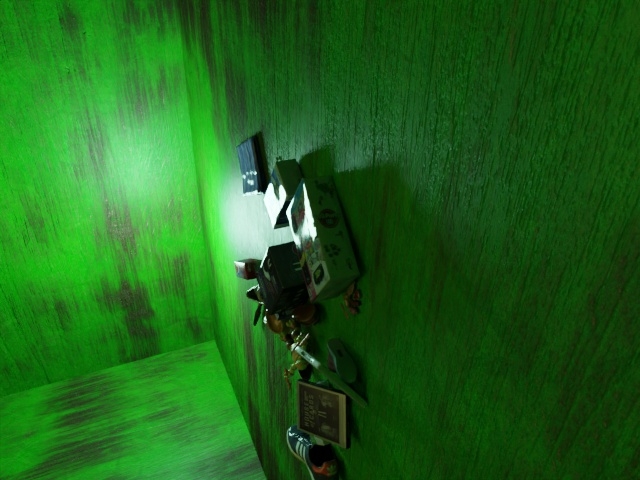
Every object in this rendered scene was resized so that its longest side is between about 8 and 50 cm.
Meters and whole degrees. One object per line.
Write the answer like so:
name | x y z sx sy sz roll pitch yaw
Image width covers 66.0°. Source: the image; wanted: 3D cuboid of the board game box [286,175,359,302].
board game box | 0.000 0.000 1.431 0.224 0.097 0.304 123 135 -61

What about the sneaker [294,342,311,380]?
sneaker | -0.073 0.488 1.968 0.075 0.057 0.161 82 165 -61

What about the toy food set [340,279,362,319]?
toy food set | 0.095 0.171 1.410 0.078 0.019 0.122 64 147 31

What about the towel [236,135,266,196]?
towel | -0.313 -0.314 2.152 0.336 0.040 0.243 -174 74 -68

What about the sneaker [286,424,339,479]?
sneaker | -0.025 0.801 1.921 0.350 0.131 0.148 31 122 55

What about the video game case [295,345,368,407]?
video game case | 0.030 0.420 1.525 0.212 0.023 0.193 44 168 -20

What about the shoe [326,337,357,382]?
shoe | 0.065 0.395 1.546 0.178 0.063 0.081 -122 27 -52

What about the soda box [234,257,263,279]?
soda box | -0.352 0.138 2.417 0.263 0.092 0.084 178 82 -69

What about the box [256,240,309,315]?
box | -0.121 0.135 1.760 0.270 0.143 0.165 119 133 -58

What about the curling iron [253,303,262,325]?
curling iron | -0.324 0.360 2.543 0.274 0.035 0.068 102 153 -45

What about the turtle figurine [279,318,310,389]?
turtle figurine | -0.081 0.391 1.799 0.217 0.087 0.270 -115 36 -53

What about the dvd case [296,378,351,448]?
dvd case | 0.007 0.583 1.672 0.238 0.029 0.180 0 91 44

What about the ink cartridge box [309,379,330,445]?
ink cartridge box | -0.003 0.627 1.799 0.153 0.086 0.209 133 123 -64

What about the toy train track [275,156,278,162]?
toy train track | -0.150 -0.268 1.802 0.048 0.014 0.083 107 151 -63

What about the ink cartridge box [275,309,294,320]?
ink cartridge box | -0.154 0.203 1.942 0.046 0.097 0.207 115 138 -57

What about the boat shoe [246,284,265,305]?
boat shoe | -0.270 0.253 2.273 0.285 0.089 0.105 159 99 -68

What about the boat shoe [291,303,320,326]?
boat shoe | -0.039 0.270 1.743 0.073 0.073 0.207 41 166 -11

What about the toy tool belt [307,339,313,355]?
toy tool belt | -0.061 0.418 1.887 0.083 0.052 0.051 59 144 41

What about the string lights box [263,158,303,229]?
string lights box | -0.124 -0.155 1.706 0.260 0.076 0.133 123 130 -61

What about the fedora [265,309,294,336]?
fedora | -0.165 0.319 1.990 0.194 0.079 0.195 7 100 46

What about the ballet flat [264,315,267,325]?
ballet flat | -0.187 0.371 2.181 0.073 0.080 0.232 53 166 -13
